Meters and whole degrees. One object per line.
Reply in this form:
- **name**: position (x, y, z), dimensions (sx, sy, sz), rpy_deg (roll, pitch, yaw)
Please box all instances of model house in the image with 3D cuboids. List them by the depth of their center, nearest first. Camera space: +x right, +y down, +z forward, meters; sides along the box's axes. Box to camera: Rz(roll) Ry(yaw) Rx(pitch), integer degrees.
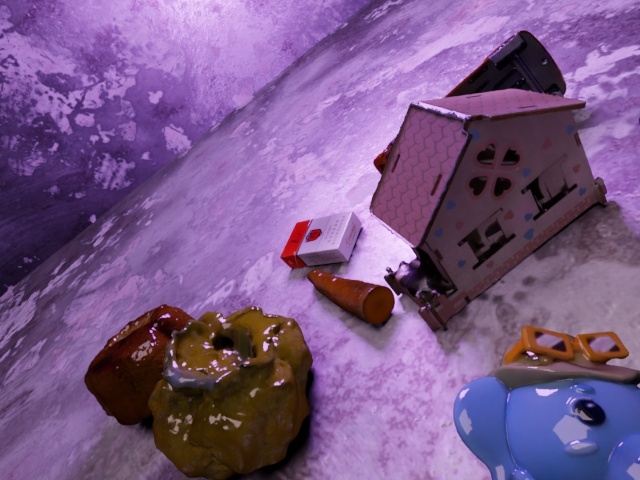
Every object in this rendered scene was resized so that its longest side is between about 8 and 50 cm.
- **model house**: position (0.193, -0.075, 0.579), dimensions (0.326, 0.244, 0.169), rpy_deg (-39, 35, 3)

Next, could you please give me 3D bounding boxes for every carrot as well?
- **carrot**: position (0.034, 0.083, 0.723), dimensions (0.061, 0.061, 0.210), rpy_deg (-50, 30, -15)

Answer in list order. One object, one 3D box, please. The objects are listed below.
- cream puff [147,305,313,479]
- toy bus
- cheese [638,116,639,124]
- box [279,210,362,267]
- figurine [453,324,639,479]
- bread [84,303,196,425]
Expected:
- **cream puff**: position (-0.146, 0.204, 0.637), dimensions (0.282, 0.185, 0.281), rpy_deg (-27, 37, 23)
- **toy bus**: position (0.257, -0.205, 0.754), dimensions (0.329, 0.143, 0.153), rpy_deg (-42, 9, -1)
- **cheese**: position (0.568, -0.247, 0.515), dimensions (0.329, 0.129, 0.217), rpy_deg (-46, 23, 24)
- **box**: position (0.000, 0.000, 0.861), dimensions (0.152, 0.048, 0.100), rpy_deg (-7, 43, 37)
- **figurine**: position (0.227, 0.194, 0.333), dimensions (0.180, 0.154, 0.262), rpy_deg (-25, 52, 7)
- **bread**: position (-0.336, 0.232, 0.838), dimensions (0.247, 0.135, 0.232), rpy_deg (-29, 21, 20)
